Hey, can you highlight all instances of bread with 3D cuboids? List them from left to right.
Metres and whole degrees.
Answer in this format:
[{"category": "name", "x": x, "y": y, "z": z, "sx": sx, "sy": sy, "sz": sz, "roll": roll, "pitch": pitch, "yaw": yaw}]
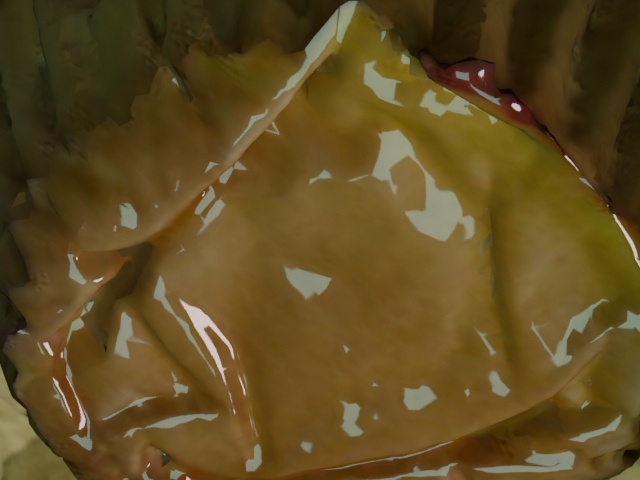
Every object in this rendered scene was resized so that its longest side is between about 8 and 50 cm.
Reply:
[{"category": "bread", "x": 0.000, "y": 0.000, "z": 0.596, "sx": 0.274, "sy": 0.149, "sz": 0.274, "roll": 8, "pitch": 124, "yaw": 12}]
